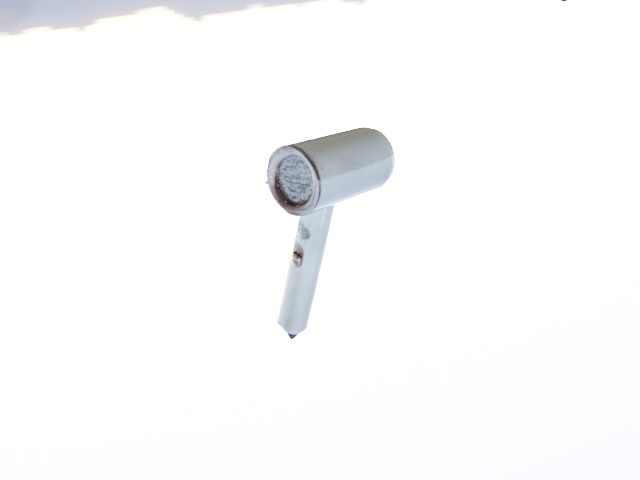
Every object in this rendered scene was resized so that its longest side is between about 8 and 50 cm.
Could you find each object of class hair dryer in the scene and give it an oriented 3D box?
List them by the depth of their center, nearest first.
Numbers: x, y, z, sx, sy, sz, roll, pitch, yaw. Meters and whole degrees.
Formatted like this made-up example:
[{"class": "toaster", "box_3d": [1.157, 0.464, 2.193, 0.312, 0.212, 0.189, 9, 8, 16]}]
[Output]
[{"class": "hair dryer", "box_3d": [0.000, 0.000, 1.562, 0.073, 0.236, 0.131, 29, -149, 34]}]
